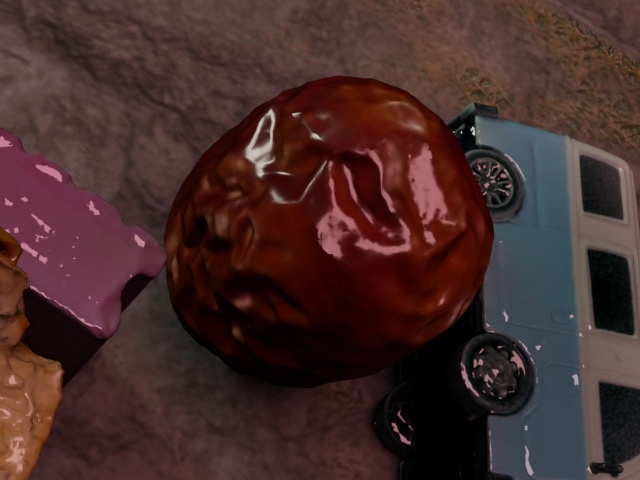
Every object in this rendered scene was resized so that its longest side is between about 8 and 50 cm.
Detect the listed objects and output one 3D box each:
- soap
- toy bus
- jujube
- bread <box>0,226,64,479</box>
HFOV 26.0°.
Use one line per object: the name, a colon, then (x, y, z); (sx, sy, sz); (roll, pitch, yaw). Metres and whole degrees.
soap: (-0.171, 0.022, 0.776); (0.122, 0.203, 0.065); (36, 64, -6)
toy bus: (0.134, 0.066, 0.912); (0.164, 0.133, 0.271); (11, 64, -21)
jujube: (0.000, 0.000, 0.821); (0.174, 0.250, 0.174); (5, 73, -17)
bread: (-0.236, 0.105, 0.639); (0.195, 0.344, 0.149); (-31, 89, -30)
